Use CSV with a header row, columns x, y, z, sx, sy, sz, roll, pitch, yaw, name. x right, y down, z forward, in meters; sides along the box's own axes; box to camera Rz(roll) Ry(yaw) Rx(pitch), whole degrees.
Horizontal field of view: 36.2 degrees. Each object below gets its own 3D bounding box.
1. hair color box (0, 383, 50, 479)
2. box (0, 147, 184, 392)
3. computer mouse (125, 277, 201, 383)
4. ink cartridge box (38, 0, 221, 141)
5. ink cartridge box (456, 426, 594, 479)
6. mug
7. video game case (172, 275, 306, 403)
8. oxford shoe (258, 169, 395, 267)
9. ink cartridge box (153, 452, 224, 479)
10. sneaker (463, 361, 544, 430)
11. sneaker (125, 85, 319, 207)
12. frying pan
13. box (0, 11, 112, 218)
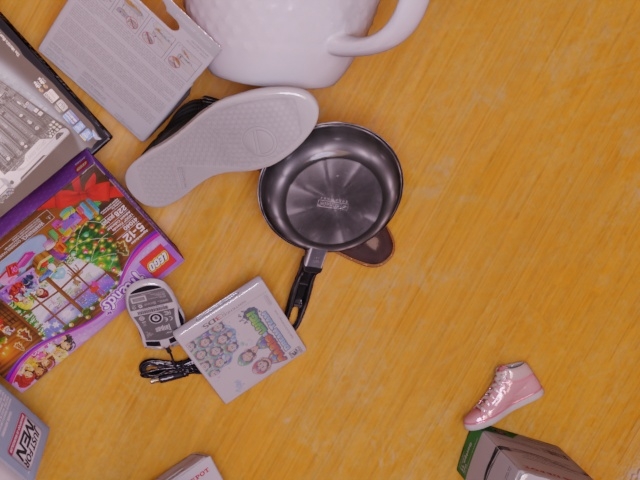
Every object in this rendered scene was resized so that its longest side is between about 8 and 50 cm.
x,y,z,sx,sy,sz,roll,pitch,yaw,name
-0.545,0.200,1.236,0.185,0.114,0.374,-28,119,17,hair color box
-0.357,0.045,1.308,0.293,0.057,0.201,-40,126,-1,box
-0.217,0.118,1.357,0.106,0.042,0.193,-11,126,-1,computer mouse
-0.237,-0.254,1.252,0.189,0.066,0.232,42,133,-10,ink cartridge box
0.302,0.349,1.402,0.153,0.208,0.087,19,95,-10,ink cartridge box
-0.012,-0.352,1.194,0.276,0.374,0.328,-12,116,-44,mug
-0.110,0.143,1.377,0.143,0.019,0.157,-33,128,-5,video game case
0.002,-0.056,1.362,0.271,0.098,0.097,41,90,-11,oxford shoe
-0.179,0.395,1.397,0.109,0.063,0.151,-32,101,-29,ink cartridge box
0.263,0.227,1.462,0.134,0.051,0.070,-27,99,-7,sneaker
-0.117,-0.152,1.267,0.295,0.147,0.105,-22,118,31,sneaker
-0.022,-0.015,1.318,0.197,0.053,0.326,30,112,-23,frying pan
-0.469,-0.173,1.292,0.242,0.076,0.307,-41,101,-1,box
